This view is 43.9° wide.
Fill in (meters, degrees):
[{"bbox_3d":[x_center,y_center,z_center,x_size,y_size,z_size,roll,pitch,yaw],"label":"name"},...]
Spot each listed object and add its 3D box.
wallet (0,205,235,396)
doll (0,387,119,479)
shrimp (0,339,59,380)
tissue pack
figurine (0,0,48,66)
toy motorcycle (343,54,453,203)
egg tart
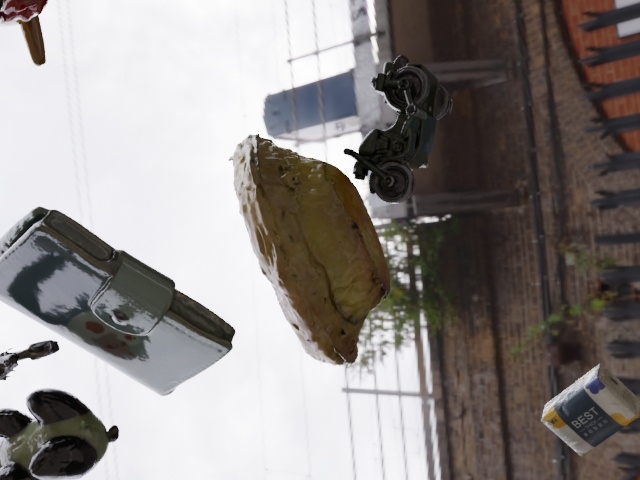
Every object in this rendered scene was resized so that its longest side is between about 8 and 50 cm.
[{"bbox_3d":[-0.313,0.102,1.175,0.360,0.252,0.083,37,-134,-23],"label":"wallet"},{"bbox_3d":[-0.436,0.327,1.228,0.135,0.234,0.143,45,-154,-51],"label":"doll"},{"bbox_3d":[-0.454,0.173,1.140,0.150,0.217,0.051,-15,-90,-44],"label":"shrimp"},{"bbox_3d":[0.283,0.179,0.832,0.062,0.083,0.042,43,-148,0],"label":"tissue pack"},{"bbox_3d":[-0.459,-0.415,1.110,0.268,0.387,0.400,33,-110,-19],"label":"figurine"},{"bbox_3d":[0.148,-0.202,1.441,0.205,0.127,0.275,6,-84,-67],"label":"toy motorcycle"},{"bbox_3d":[0.000,0.000,1.363,0.443,0.178,0.442,-22,-90,-82],"label":"egg tart"}]
